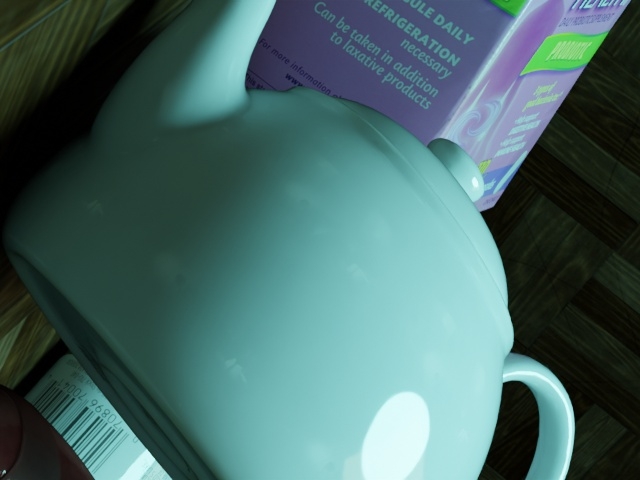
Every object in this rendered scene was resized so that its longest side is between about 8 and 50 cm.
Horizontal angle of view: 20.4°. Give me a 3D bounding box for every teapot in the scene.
[{"bbox_3d":[-0.001,0.028,0.786,0.187,0.252,0.256,-39,162,-13],"label":"teapot"}]

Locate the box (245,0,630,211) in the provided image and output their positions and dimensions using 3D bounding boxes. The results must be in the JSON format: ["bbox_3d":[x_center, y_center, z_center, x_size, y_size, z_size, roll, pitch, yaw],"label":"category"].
[{"bbox_3d":[0.079,-0.133,0.943,0.243,0.117,0.213,-58,165,18],"label":"box"}]

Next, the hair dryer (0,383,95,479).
[{"bbox_3d":[-0.169,0.178,0.849,0.080,0.224,0.293,-5,-176,22],"label":"hair dryer"}]

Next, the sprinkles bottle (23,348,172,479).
[{"bbox_3d":[-0.176,0.175,1.090,0.355,0.121,0.121,-49,175,-22],"label":"sprinkles bottle"}]
